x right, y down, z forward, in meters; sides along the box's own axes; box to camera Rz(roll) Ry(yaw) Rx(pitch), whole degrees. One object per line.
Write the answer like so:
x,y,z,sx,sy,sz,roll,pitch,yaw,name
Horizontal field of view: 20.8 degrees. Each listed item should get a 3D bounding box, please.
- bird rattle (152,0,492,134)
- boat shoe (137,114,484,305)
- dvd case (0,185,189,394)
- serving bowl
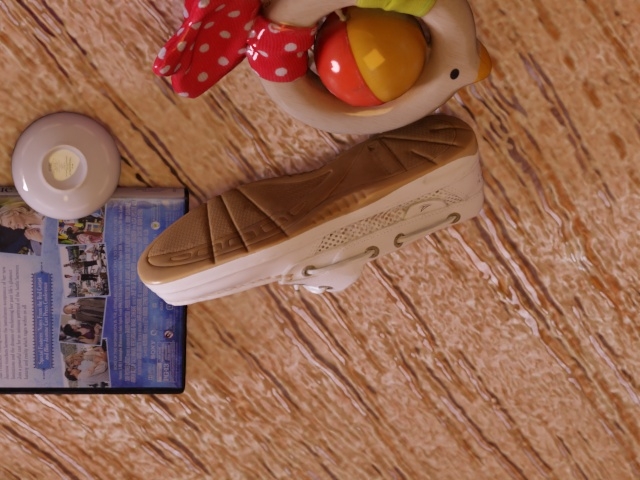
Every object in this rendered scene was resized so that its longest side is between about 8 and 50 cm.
0.015,-0.148,1.262,0.253,0.143,0.207,-30,131,12,bird rattle
0.000,0.000,1.338,0.277,0.098,0.096,-21,125,-2,boat shoe
-0.232,0.041,1.382,0.253,0.022,0.180,0,116,-6,dvd case
-0.194,-0.056,1.321,0.083,0.027,0.083,0,95,-5,serving bowl
